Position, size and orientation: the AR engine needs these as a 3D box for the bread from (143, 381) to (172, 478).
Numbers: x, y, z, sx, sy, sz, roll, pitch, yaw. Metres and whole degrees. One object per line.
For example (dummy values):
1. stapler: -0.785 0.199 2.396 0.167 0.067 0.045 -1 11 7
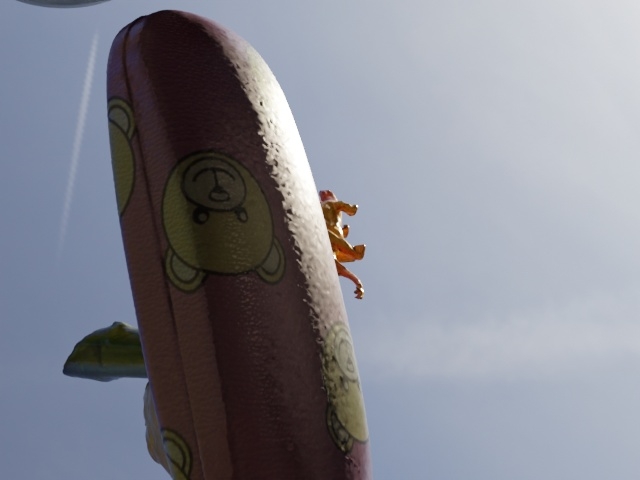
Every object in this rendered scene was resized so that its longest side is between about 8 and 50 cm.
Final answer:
1. bread: -0.117 0.234 1.399 0.244 0.134 0.244 30 -151 -18

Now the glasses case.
1. glasses case: -0.040 0.030 0.588 0.123 0.075 0.317 8 -114 -56

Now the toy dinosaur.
1. toy dinosaur: 0.000 0.000 1.598 0.117 0.070 0.288 10 -148 -10

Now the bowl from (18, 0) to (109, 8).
1. bowl: -0.256 -0.361 1.100 0.307 0.163 0.307 2 -101 -12

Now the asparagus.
1. asparagus: -0.209 0.164 1.592 0.082 0.342 0.085 65 -148 -41
